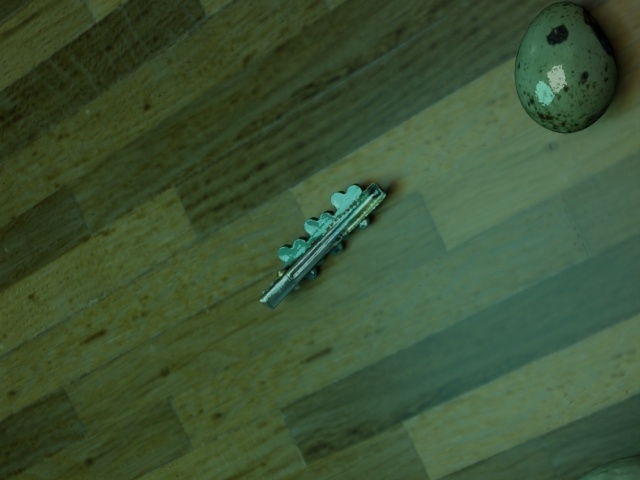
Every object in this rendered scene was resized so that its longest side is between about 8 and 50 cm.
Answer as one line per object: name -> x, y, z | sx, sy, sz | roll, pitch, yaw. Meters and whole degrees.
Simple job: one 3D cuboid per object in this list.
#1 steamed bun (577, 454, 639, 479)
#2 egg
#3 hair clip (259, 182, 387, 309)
steamed bun -> 0.310, 0.275, 1.223 | 0.283, 0.283, 0.177 | 41, 89, 18
egg -> 0.205, -0.145, 1.305 | 0.085, 0.085, 0.110 | 1, 83, 31
hair clip -> -0.001, -0.001, 1.481 | 0.173, 0.049, 0.049 | -45, 76, 24
